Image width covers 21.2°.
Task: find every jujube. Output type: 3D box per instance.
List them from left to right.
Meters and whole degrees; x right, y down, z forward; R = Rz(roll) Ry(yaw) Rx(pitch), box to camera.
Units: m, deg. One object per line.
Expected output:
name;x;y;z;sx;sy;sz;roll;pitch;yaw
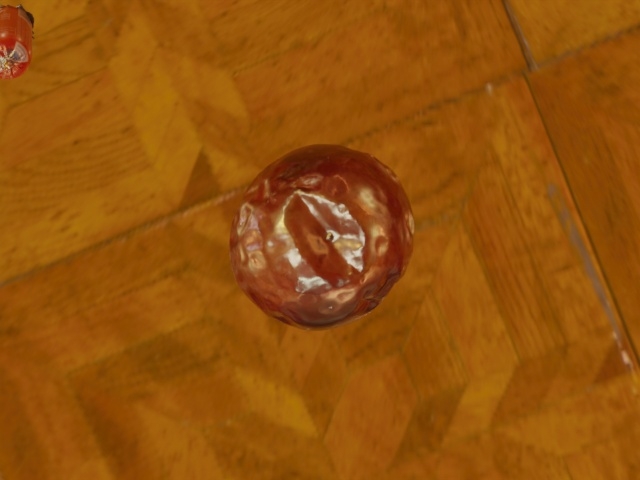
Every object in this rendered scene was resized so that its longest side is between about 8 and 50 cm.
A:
jujube;0.000;0.000;1.515;0.168;0.236;0.168;0;84;-3

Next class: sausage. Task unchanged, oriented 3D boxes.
sausage;-0.272;-0.168;1.487;0.048;0.145;0.050;37;101;-20
